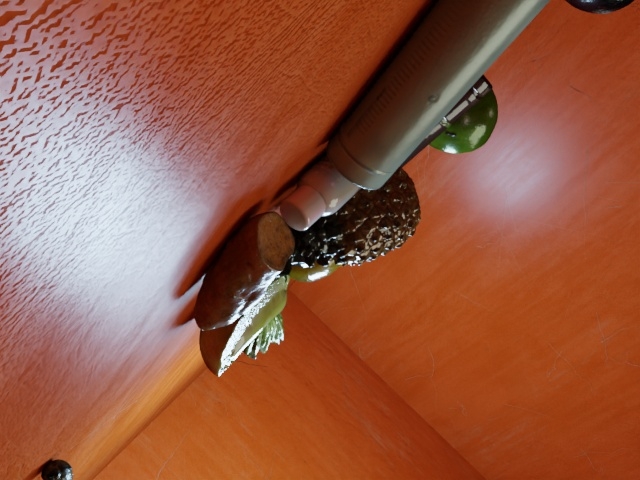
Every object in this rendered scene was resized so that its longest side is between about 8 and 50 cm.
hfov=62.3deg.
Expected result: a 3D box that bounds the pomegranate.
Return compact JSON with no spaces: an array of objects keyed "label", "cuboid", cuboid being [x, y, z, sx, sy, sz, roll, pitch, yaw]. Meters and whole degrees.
[{"label":"pomegranate","cuboid":[0.296,-0.318,1.255,0.159,0.240,0.190,78,21,-44]}]

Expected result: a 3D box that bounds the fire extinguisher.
[{"label":"fire extinguisher","cuboid":[0.200,-0.251,1.147,0.341,0.105,0.142,-40,-158,28]}]

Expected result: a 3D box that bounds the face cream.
[{"label":"face cream","cuboid":[0.034,-0.109,0.857,0.269,0.082,0.082,-44,176,-34]}]

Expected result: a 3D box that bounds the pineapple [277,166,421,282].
[{"label":"pineapple","cuboid":[0.028,-0.023,0.956,0.362,0.202,0.202,-33,168,-45]}]

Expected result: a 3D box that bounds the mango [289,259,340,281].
[{"label":"mango","cuboid":[-0.006,0.006,1.250,0.195,0.142,0.331,-42,180,6]}]

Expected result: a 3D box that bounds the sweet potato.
[{"label":"sweet potato","cuboid":[-0.123,0.060,0.781,0.252,0.097,0.097,-50,176,31]}]

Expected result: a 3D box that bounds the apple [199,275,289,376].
[{"label":"apple","cuboid":[-0.159,0.136,1.097,0.265,0.120,0.193,-47,166,-49]}]

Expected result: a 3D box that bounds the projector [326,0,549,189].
[{"label":"projector","cuboid":[0.139,-0.214,0.696,0.337,0.108,0.108,-48,177,35]}]

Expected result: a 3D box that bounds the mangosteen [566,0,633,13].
[{"label":"mangosteen","cuboid":[0.551,-0.568,1.043,0.216,0.216,0.216,-46,177,-3]}]

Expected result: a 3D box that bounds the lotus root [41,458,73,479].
[{"label":"lotus root","cuboid":[-0.487,0.433,0.981,0.049,0.054,0.099,-33,171,-30]}]

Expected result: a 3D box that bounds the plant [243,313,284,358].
[{"label":"plant","cuboid":[-0.199,0.190,1.653,0.251,0.180,0.334,-30,135,-55]}]
